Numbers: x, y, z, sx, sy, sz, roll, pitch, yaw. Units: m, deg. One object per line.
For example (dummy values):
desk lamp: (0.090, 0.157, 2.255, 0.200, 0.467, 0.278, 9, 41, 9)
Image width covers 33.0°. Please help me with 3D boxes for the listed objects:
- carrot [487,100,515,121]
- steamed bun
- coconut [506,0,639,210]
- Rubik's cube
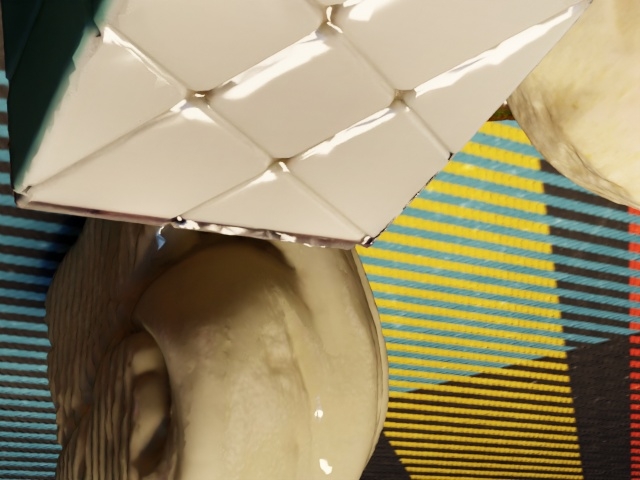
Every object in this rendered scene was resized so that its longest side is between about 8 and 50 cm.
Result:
carrot: (0.134, -0.121, 0.847, 0.314, 0.066, 0.066, -6, 149, -2)
steamed bun: (-0.076, 0.108, 0.886, 0.255, 0.342, 0.368, 9, 159, -29)
coconut: (0.246, -0.170, 0.585, 0.329, 0.329, 0.329, -8, 149, -5)
Rubik's cube: (-0.034, -0.154, 0.573, 0.221, 0.224, 0.231, 7, 143, -30)
